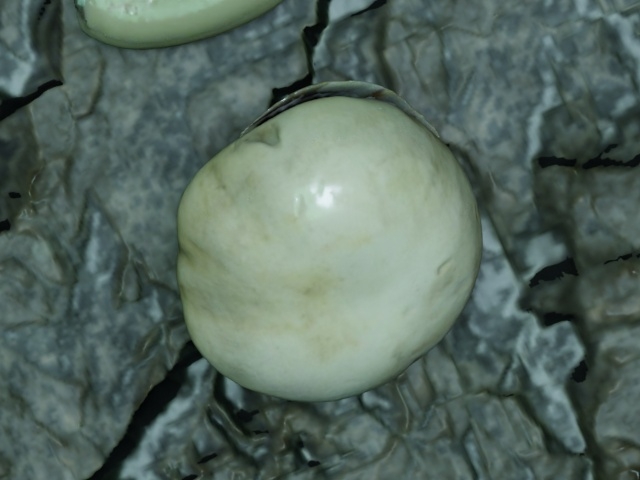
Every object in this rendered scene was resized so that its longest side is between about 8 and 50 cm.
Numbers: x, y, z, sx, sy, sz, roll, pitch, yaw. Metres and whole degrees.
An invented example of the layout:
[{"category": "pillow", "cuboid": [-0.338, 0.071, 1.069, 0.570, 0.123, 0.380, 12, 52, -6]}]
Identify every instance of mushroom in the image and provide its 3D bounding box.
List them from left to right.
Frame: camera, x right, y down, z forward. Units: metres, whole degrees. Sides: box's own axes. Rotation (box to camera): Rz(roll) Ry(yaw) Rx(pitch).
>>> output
[{"category": "mushroom", "cuboid": [0.000, 0.000, 0.682, 0.154, 0.122, 0.154, -13, 125, -19]}]

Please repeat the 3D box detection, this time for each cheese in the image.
[{"category": "cheese", "cuboid": [-0.027, -0.144, 0.702, 0.192, 0.037, 0.097, -1, 98, 6]}]
